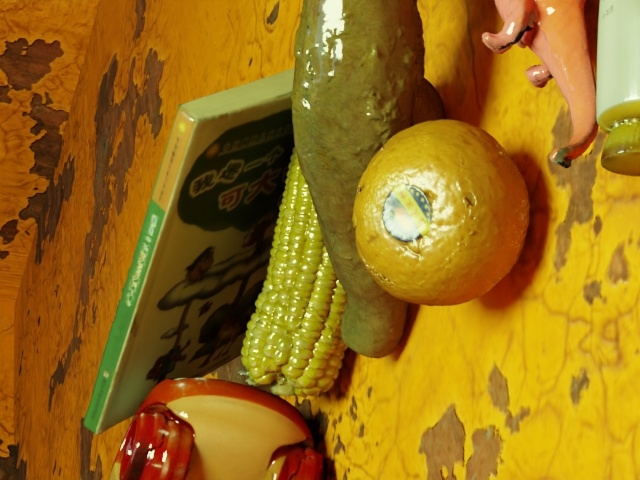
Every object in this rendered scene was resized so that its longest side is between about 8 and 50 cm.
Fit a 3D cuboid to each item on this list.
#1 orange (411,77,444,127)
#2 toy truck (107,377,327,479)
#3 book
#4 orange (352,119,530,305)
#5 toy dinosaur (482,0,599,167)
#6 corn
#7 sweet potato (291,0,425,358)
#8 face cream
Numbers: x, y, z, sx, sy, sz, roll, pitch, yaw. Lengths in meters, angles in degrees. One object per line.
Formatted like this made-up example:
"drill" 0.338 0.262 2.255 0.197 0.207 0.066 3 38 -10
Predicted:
"orange" 0.067 -0.101 1.187 0.085 0.085 0.085 -171 90 -71
"toy truck" -0.112 0.222 1.390 0.239 0.189 0.265 -95 23 -58
"book" -0.092 0.004 1.376 0.043 0.260 0.371 35 125 21
"orange" 0.088 -0.020 1.025 0.136 0.117 0.135 3 96 28
"toy dinosaur" 0.174 -0.170 0.956 0.139 0.070 0.286 -45 30 22
"corn" 0.000 0.000 1.298 0.101 0.101 0.291 -168 91 -71
"sweet potato" 0.030 -0.072 1.111 0.109 0.109 0.385 -125 29 -63
"face cream" 0.197 -0.130 0.865 0.072 0.051 0.182 141 136 -68
